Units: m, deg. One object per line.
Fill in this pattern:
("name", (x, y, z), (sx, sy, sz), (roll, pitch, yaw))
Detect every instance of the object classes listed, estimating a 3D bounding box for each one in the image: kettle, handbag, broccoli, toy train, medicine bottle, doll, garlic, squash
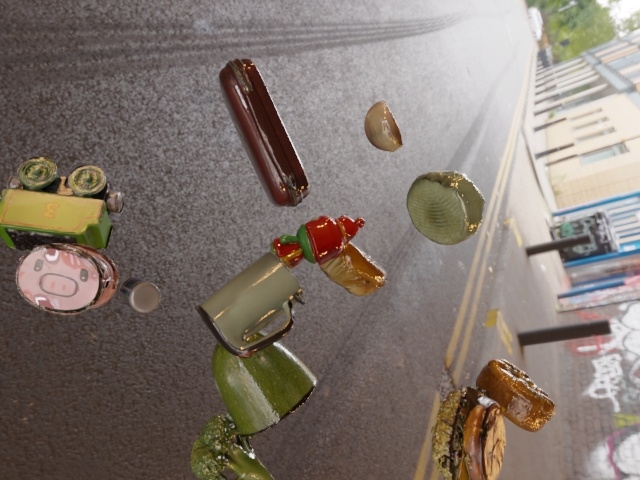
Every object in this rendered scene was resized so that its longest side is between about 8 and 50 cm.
("kettle", (-0.175, 0.180, 1.321), (0.255, 0.240, 0.165), (-36, 144, -21))
("handbag", (-0.609, 0.092, 1.201), (0.116, 0.205, 0.179), (-142, -112, -76))
("broccoli", (-0.325, 0.745, 1.774), (0.302, 0.186, 0.253), (44, 32, -41))
("toy train", (-0.732, -0.089, 1.398), (0.308, 0.173, 0.248), (7, 59, -12))
("medicine bottle", (-0.648, 0.188, 1.755), (0.107, 0.192, 0.106), (-4, 97, -36))
("doll", (-0.001, 0.000, 1.814), (0.160, 0.363, 0.182), (57, -12, 40))
("garlic", (0.223, -0.424, 1.781), (0.115, 0.128, 0.206), (130, -54, -76))
("squash", (-0.218, 0.413, 1.607), (0.308, 0.310, 0.310), (57, 31, -5))

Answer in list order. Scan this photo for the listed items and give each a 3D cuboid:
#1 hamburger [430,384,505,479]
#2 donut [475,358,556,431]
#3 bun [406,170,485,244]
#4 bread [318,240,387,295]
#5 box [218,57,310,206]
("hamburger", (0.334, 0.455, 1.135), (0.262, 0.139, 0.243), (44, 53, -44))
("donut", (0.549, 0.432, 1.394), (0.227, 0.113, 0.226), (35, 9, -6))
("bun", (0.304, -0.085, 1.172), (0.118, 0.195, 0.195), (-28, 102, -29))
("bread", (0.145, 0.108, 2.115), (0.389, 0.183, 0.236), (25, 31, -55))
("box", (-0.152, -0.273, 1.307), (0.403, 0.108, 0.263), (66, -8, -3))
